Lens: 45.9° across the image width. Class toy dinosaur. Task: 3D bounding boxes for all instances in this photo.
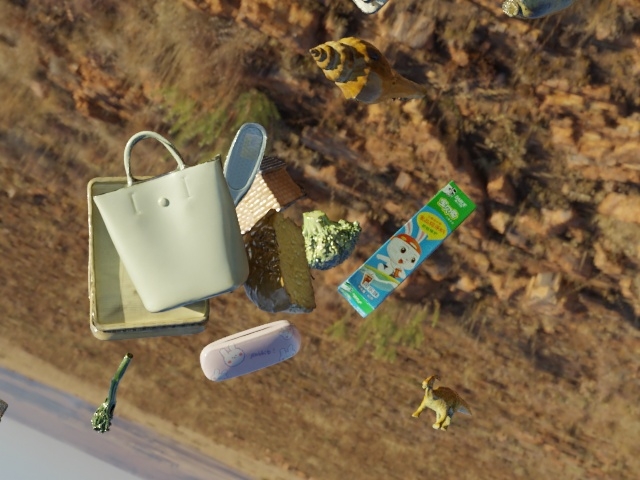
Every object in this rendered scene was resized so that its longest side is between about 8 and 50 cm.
[{"bbox_3d":[0.113,0.153,0.679,0.026,0.041,0.113,11,157,40],"label":"toy dinosaur"}]

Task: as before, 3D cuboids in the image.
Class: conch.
[{"bbox_3d":[0.106,-0.323,1.458,0.330,0.109,0.093,6,156,-37],"label":"conch"}]

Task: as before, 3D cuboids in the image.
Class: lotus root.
[{"bbox_3d":[0.430,-0.469,1.435,0.089,0.179,0.080,-129,20,-68],"label":"lotus root"}]

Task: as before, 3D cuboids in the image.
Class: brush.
[{"bbox_3d":[-0.179,-0.100,1.514,0.068,0.296,0.060,15,-166,-23],"label":"brush"}]

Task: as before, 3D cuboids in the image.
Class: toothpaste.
[{"bbox_3d":[0.139,0.010,1.192,0.065,0.267,0.050,46,154,5],"label":"toothpaste"}]

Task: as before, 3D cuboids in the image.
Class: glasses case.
[{"bbox_3d":[-0.199,0.317,2.178,0.075,0.297,0.113,-136,31,-60],"label":"glasses case"}]

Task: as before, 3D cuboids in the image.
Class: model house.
[{"bbox_3d":[-0.166,-0.125,1.863,0.183,0.166,0.172,-33,92,28],"label":"model house"}]

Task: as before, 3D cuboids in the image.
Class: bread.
[{"bbox_3d":[-0.097,0.065,1.616,0.139,0.229,0.143,-30,145,31],"label":"bread"}]

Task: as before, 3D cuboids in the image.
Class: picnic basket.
[{"bbox_3d":[-0.348,0.045,1.510,0.228,0.312,0.175,-3,165,-16],"label":"picnic basket"}]

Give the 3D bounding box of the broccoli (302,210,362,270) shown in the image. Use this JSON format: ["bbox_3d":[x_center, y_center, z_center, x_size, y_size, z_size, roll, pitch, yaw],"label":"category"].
[{"bbox_3d":[-0.001,0.003,2.253,0.226,0.176,0.198,26,-154,27],"label":"broccoli"}]

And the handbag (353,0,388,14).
[{"bbox_3d":[0.030,-0.542,1.098,0.358,0.237,0.160,47,-168,6],"label":"handbag"}]

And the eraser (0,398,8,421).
[{"bbox_3d":[-0.936,0.411,1.929,0.226,0.069,0.158,39,131,-23],"label":"eraser"}]

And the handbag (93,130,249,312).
[{"bbox_3d":[-0.266,-0.038,1.338,0.109,0.241,0.315,-92,-16,-75],"label":"handbag"}]

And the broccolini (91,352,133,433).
[{"bbox_3d":[-0.473,0.346,1.722,0.051,0.054,0.239,29,117,7],"label":"broccolini"}]
